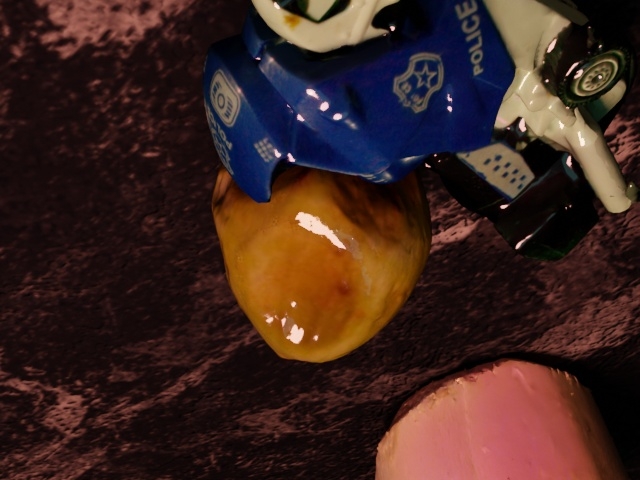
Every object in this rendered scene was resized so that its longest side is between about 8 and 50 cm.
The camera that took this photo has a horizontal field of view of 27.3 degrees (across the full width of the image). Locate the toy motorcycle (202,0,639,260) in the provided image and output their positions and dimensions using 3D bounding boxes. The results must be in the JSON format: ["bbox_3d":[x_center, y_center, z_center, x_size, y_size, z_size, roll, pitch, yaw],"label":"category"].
[{"bbox_3d":[0.059,-0.085,0.736,0.196,0.125,0.331,-44,145,18],"label":"toy motorcycle"}]

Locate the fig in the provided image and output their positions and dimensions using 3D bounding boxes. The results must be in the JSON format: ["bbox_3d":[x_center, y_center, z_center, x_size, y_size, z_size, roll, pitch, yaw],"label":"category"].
[{"bbox_3d":[0.000,0.000,0.861,0.144,0.154,0.166,2,99,-3],"label":"fig"}]

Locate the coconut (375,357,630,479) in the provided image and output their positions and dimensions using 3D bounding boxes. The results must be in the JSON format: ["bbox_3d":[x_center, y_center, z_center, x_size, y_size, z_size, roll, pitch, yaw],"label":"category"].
[{"bbox_3d":[0.171,0.256,1.184,0.233,0.245,0.233,-9,147,-6],"label":"coconut"}]
